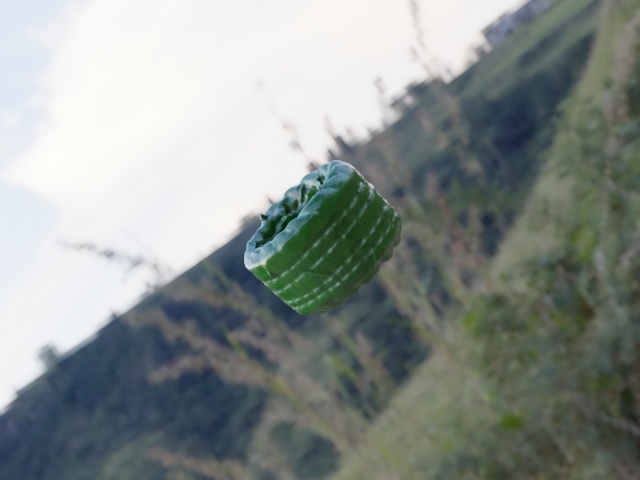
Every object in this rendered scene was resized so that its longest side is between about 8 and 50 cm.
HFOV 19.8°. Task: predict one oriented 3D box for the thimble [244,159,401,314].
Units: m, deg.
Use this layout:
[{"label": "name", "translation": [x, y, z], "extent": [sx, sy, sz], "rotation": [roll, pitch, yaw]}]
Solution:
[{"label": "thimble", "translation": [0.000, 0.000, 1.565], "extent": [0.118, 0.090, 0.130], "rotation": [-56, 17, -27]}]
